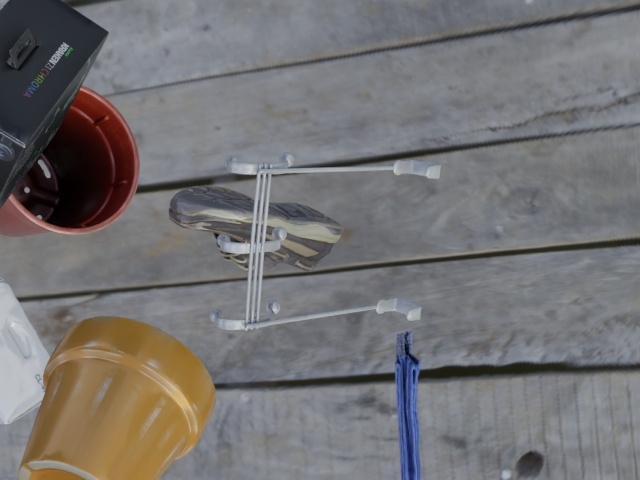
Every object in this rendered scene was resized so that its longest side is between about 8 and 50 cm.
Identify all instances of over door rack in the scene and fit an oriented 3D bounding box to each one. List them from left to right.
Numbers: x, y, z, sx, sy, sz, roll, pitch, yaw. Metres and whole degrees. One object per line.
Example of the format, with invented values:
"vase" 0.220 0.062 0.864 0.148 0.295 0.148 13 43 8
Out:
"over door rack" 0.000 0.000 1.442 0.108 0.324 0.239 26 114 58

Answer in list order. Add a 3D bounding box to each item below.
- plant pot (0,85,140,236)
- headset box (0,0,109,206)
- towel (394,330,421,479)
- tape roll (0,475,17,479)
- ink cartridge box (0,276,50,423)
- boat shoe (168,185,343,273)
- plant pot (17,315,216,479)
"plant pot" -0.514 -0.123 1.850 0.265 0.272 0.272 -15 83 50
"headset box" -0.429 -0.175 1.369 0.131 0.246 0.283 33 140 -12
"towel" 0.152 0.289 1.708 0.040 0.336 0.243 -3 92 5
"tape roll" -0.617 0.529 1.657 0.392 0.392 0.072 -3 112 19
"ink cartridge box" -0.614 0.199 1.776 0.306 0.131 0.226 -12 110 51
"boat shoe" -0.112 -0.004 1.784 0.132 0.356 0.130 34 108 49
"plant pot" -0.249 0.225 1.178 0.205 0.188 0.205 10 132 11
